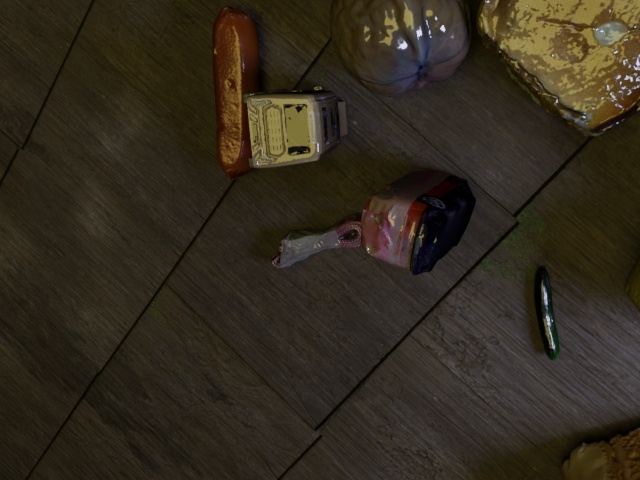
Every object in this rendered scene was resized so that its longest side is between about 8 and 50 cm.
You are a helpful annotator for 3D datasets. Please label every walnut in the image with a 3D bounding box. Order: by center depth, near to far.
[{"bbox_3d":[0.140,-0.381,1.292,0.248,0.248,0.249,5,105,20],"label":"walnut"}]

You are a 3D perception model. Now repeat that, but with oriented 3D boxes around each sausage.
[{"bbox_3d":[-0.166,-0.296,1.501,0.093,0.097,0.349,5,106,28],"label":"sausage"}]

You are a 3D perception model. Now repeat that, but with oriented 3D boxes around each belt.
[{"bbox_3d":[0.000,0.000,1.534,0.232,0.053,0.071,-18,103,25],"label":"belt"}]

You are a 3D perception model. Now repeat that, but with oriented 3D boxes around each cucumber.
[{"bbox_3d":[0.430,0.140,1.409,0.036,0.033,0.184,-5,100,41],"label":"cucumber"}]

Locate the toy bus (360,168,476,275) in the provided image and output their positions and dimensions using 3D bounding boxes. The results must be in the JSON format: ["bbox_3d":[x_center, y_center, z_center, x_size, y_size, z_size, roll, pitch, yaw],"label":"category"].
[{"bbox_3d":[0.177,-0.040,1.320,0.147,0.302,0.128,19,112,21],"label":"toy bus"}]

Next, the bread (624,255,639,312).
[{"bbox_3d":[0.634,0.086,1.192,0.269,0.270,0.148,29,121,13],"label":"bread"}]

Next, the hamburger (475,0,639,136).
[{"bbox_3d":[0.428,-0.343,1.202,0.277,0.195,0.318,-42,88,22],"label":"hamburger"}]

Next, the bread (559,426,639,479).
[{"bbox_3d":[0.601,0.487,1.311,0.315,0.270,0.211,-27,106,19],"label":"bread"}]

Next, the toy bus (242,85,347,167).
[{"bbox_3d":[-0.044,-0.216,1.374,0.157,0.289,0.140,-2,101,10],"label":"toy bus"}]
